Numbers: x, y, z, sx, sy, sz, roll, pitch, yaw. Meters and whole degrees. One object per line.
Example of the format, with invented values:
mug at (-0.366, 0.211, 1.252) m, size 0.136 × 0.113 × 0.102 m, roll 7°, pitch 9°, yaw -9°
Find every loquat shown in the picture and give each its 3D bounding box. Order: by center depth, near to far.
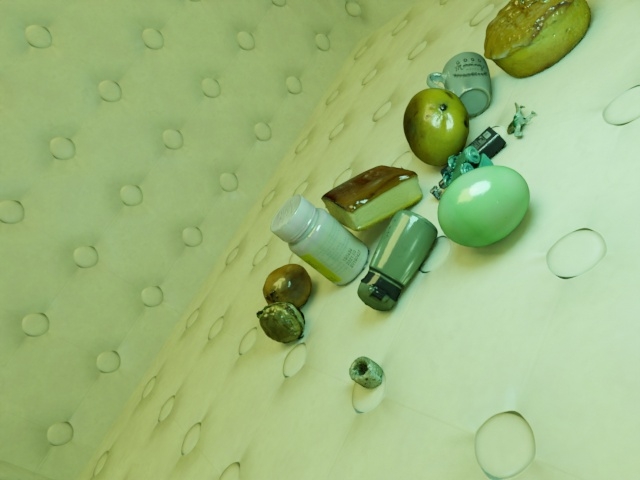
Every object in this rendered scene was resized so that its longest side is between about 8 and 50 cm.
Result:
loquat at (-0.143, 0.210, 2.125) m, size 0.238 × 0.193 × 0.238 m, roll -24°, pitch 17°, yaw 8°

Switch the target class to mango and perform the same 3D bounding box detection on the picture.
mango at (0.445, -0.451, 1.918) m, size 0.220 × 0.301 × 0.445 m, roll -9°, pitch 12°, yaw 0°

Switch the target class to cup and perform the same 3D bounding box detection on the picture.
cup at (0.566, -0.629, 1.965) m, size 0.186 × 0.258 × 0.234 m, roll 88°, pitch -174°, yaw -49°

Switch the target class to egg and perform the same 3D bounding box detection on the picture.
egg at (0.474, -0.099, 1.404) m, size 0.269 × 0.220 × 0.220 m, roll -31°, pitch 30°, yaw 24°

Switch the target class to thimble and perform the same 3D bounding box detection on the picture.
thimble at (0.142, 0.409, 1.488) m, size 0.084 × 0.062 × 0.110 m, roll -58°, pitch 24°, yaw -10°

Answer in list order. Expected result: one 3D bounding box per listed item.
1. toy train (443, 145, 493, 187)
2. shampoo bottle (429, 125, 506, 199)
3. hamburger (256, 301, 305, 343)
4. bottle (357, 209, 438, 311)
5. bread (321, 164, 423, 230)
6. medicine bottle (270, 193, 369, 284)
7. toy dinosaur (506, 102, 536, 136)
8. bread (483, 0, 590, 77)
toy train at (0.498, -0.216, 1.607) m, size 0.107 × 0.154 × 0.198 m, roll -24°, pitch 35°, yaw 53°
shampoo bottle at (0.521, -0.274, 1.746) m, size 0.309 × 0.071 × 0.098 m, roll -43°, pitch 26°, yaw 20°
hamburger at (-0.157, 0.337, 2.000) m, size 0.206 × 0.183 × 0.130 m, roll -22°, pitch 17°, yaw 42°
bottle at (0.252, 0.075, 1.640) m, size 0.347 × 0.168 × 0.168 m, roll -59°, pitch 24°, yaw -4°
bread at (0.207, -0.184, 1.968) m, size 0.333 × 0.143 × 0.323 m, roll -29°, pitch 21°, yaw -13°
medicine bottle at (0.000, 0.000, 1.925) m, size 0.213 × 0.378 × 0.213 m, roll -39°, pitch 26°, yaw 24°
toy dinosaur at (0.691, -0.422, 1.693) m, size 0.106 × 0.044 × 0.187 m, roll -60°, pitch 21°, yaw 22°
bread at (0.807, -0.805, 1.802) m, size 0.398 × 0.215 × 0.398 m, roll -39°, pitch 27°, yaw 25°
